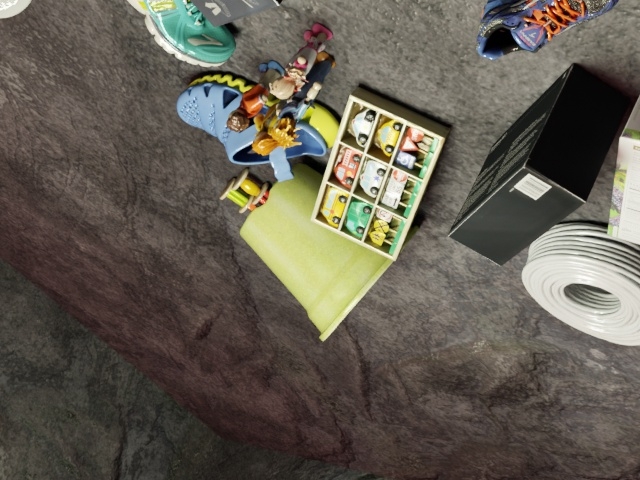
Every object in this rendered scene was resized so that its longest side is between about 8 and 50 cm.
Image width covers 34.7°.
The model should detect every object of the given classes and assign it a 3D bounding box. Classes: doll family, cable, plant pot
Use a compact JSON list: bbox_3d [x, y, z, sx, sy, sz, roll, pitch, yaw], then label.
[{"bbox_3d":[-0.047,-0.216,1.613,0.118,0.163,0.263,37,154,-16],"label":"doll family"},{"bbox_3d":[0.463,0.075,1.707,0.257,0.089,0.257,2,144,45],"label":"cable"},{"bbox_3d":[0.000,0.000,1.899,0.254,0.276,0.276,41,155,3],"label":"plant pot"}]

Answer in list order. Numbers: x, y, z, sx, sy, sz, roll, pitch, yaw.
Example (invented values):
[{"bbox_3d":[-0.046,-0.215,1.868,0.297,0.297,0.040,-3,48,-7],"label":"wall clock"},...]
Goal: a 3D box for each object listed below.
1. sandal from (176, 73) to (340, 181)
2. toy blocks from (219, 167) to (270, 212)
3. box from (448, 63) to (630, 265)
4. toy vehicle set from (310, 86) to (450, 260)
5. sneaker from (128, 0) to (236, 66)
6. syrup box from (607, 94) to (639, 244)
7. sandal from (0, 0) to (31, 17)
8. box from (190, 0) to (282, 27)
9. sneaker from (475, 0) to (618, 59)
[{"bbox_3d":[-0.126,-0.193,1.777,0.317,0.138,0.126,18,155,28],"label":"sandal"},{"bbox_3d":[-0.120,-0.074,2.088,0.148,0.054,0.123,36,154,-14],"label":"toy blocks"},{"bbox_3d":[0.302,-0.098,1.442,0.103,0.184,0.261,29,155,-4],"label":"box"},{"bbox_3d":[0.094,-0.105,1.693,0.166,0.035,0.267,25,129,9],"label":"toy vehicle set"},{"bbox_3d":[-0.226,-0.378,1.582,0.110,0.107,0.275,-13,133,43],"label":"sneaker"},{"bbox_3d":[0.458,-0.092,1.394,0.096,0.093,0.237,19,153,23],"label":"syrup box"},{"bbox_3d":[-0.662,-0.540,1.721,0.416,0.169,0.102,50,-172,-37],"label":"sandal"},{"bbox_3d":[-0.136,-0.400,1.444,0.158,0.093,0.156,-4,140,48],"label":"box"},{"bbox_3d":[0.276,-0.272,1.256,0.083,0.087,0.221,39,154,-21],"label":"sneaker"}]
